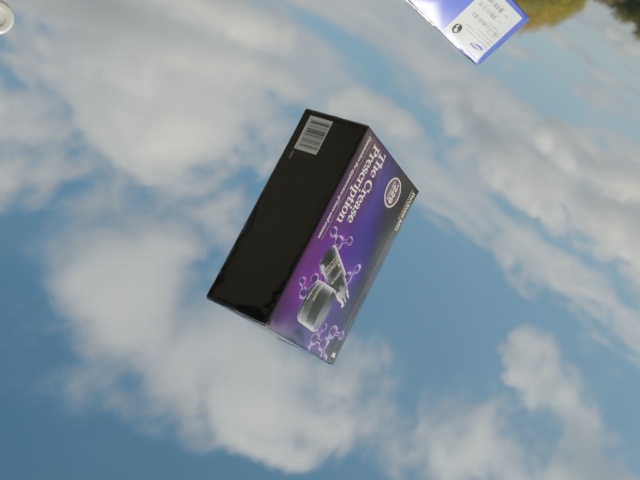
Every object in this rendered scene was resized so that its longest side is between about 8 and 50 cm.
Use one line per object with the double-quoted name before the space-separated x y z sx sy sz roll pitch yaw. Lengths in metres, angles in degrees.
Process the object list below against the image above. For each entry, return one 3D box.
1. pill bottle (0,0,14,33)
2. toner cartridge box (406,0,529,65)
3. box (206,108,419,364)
"pill bottle" -0.412 -0.283 0.965 0.043 0.043 0.083 14 -169 -33
"toner cartridge box" 0.091 -0.352 0.858 0.165 0.075 0.348 31 -152 -39
"box" 0.000 0.000 0.959 0.103 0.261 0.184 21 169 31
